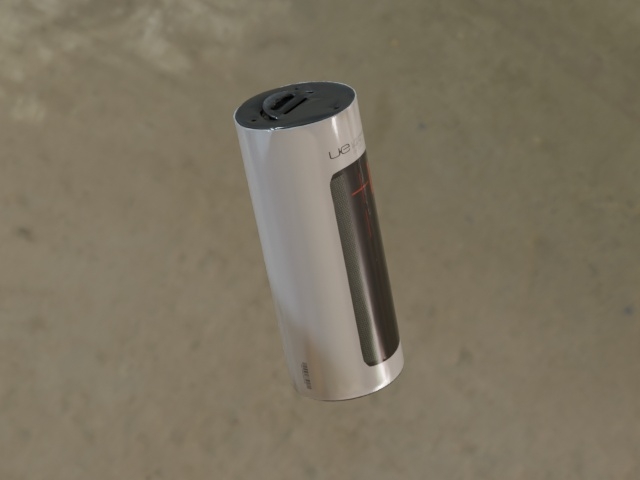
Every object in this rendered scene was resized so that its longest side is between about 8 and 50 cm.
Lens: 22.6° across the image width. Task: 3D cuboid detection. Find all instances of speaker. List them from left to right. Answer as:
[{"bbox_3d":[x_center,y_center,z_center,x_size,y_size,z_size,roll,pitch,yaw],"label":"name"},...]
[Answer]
[{"bbox_3d":[0.000,0.000,0.709,0.055,0.055,0.136,-26,119,-30],"label":"speaker"}]
